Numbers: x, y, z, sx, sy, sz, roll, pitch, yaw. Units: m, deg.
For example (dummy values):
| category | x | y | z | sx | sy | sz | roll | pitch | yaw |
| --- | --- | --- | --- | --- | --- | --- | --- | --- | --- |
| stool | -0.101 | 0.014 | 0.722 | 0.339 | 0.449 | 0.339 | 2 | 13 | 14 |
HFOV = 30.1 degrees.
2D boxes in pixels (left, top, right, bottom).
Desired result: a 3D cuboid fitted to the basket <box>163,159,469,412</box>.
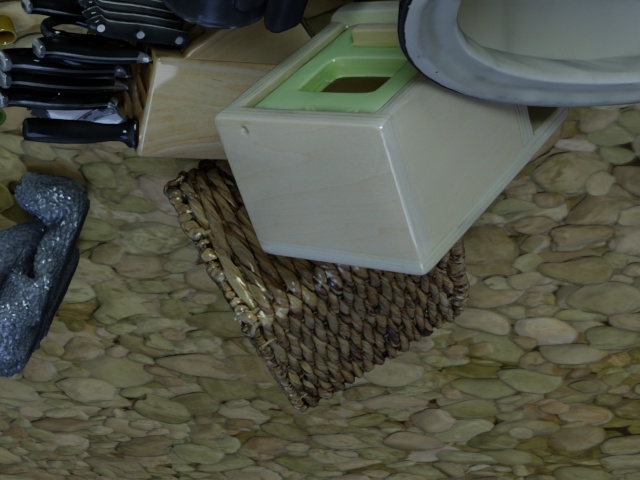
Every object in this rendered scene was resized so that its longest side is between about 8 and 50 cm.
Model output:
| category | x | y | z | sx | sy | sz | roll | pitch | yaw |
| --- | --- | --- | --- | --- | --- | --- | --- | --- | --- |
| basket | 0.000 | 0.000 | 1.176 | 0.223 | 0.213 | 0.299 | -31 | 155 | -3 |

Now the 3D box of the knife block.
| category | x | y | z | sx | sy | sz | roll | pitch | yaw |
| --- | --- | --- | --- | --- | --- | --- | --- | --- | --- |
| knife block | -0.113 | -0.116 | 0.970 | 0.242 | 0.088 | 0.276 | -32 | 137 | 8 |

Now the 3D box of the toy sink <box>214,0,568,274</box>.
| category | x | y | z | sx | sy | sz | roll | pitch | yaw |
| --- | --- | --- | --- | --- | --- | --- | --- | --- | --- |
| toy sink | 0.061 | -0.099 | 0.889 | 0.152 | 0.234 | 0.131 | 8 | 129 | 40 |

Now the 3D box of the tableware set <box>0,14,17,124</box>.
| category | x | y | z | sx | sy | sz | roll | pitch | yaw |
| --- | --- | --- | --- | --- | --- | --- | --- | --- | --- |
| tableware set | -0.314 | -0.148 | 1.076 | 0.104 | 0.024 | 0.154 | 2 | 147 | -32 |

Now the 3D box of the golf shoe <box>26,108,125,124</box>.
| category | x | y | z | sx | sy | sz | roll | pitch | yaw |
| --- | --- | --- | --- | --- | --- | --- | --- | --- | --- |
| golf shoe | -0.163 | -0.144 | 1.054 | 0.198 | 0.077 | 0.094 | 0 | 141 | -9 |

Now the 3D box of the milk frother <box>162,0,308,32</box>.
| category | x | y | z | sx | sy | sz | roll | pitch | yaw |
| --- | --- | --- | --- | --- | --- | --- | --- | --- | --- |
| milk frother | -0.030 | -0.226 | 0.821 | 0.129 | 0.143 | 0.135 | 32 | 139 | 11 |

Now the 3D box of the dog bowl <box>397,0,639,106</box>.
| category | x | y | z | sx | sy | sz | roll | pitch | yaw |
| --- | --- | --- | --- | --- | --- | --- | --- | --- | --- |
| dog bowl | 0.235 | -0.219 | 0.692 | 0.407 | 0.150 | 0.408 | -7 | 167 | -2 |

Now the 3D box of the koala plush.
| category | x | y | z | sx | sy | sz | roll | pitch | yaw |
| --- | --- | --- | --- | --- | --- | --- | --- | --- | --- |
| koala plush | -0.384 | 0.022 | 1.261 | 0.221 | 0.203 | 0.196 | 21 | 147 | -5 |
